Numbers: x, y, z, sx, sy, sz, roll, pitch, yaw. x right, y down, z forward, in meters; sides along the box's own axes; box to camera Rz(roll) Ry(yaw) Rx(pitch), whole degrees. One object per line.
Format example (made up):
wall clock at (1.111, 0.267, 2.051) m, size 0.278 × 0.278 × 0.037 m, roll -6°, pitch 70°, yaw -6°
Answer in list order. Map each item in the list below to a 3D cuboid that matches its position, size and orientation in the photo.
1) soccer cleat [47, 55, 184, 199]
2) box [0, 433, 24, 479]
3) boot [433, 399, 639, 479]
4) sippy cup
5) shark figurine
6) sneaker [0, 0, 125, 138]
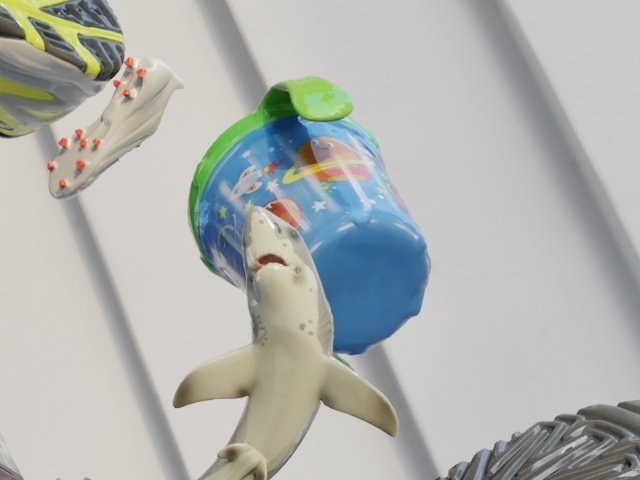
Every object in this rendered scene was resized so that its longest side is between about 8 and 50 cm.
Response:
soccer cleat at (-0.225, -0.116, 1.443) m, size 0.196 × 0.068 × 0.076 m, roll -50°, pitch -40°, yaw 11°
box at (-0.277, 0.199, 0.855) m, size 0.183 × 0.056 × 0.231 m, roll -56°, pitch 15°, yaw -9°
boot at (0.169, 0.374, 0.890) m, size 0.367 × 0.445 × 0.146 m, roll -27°, pitch 17°, yaw -9°
sippy cup at (0.000, 0.000, 1.385) m, size 0.240 × 0.224 × 0.305 m, roll -41°, pitch -53°, yaw 2°
shark figurine at (-0.051, 0.122, 0.925) m, size 0.278 × 0.166 × 0.116 m, roll -53°, pitch 3°, yaw 18°
sneaker at (-0.342, -0.187, 0.982) m, size 0.384 × 0.145 × 0.147 m, roll 30°, pitch -52°, yaw -26°
